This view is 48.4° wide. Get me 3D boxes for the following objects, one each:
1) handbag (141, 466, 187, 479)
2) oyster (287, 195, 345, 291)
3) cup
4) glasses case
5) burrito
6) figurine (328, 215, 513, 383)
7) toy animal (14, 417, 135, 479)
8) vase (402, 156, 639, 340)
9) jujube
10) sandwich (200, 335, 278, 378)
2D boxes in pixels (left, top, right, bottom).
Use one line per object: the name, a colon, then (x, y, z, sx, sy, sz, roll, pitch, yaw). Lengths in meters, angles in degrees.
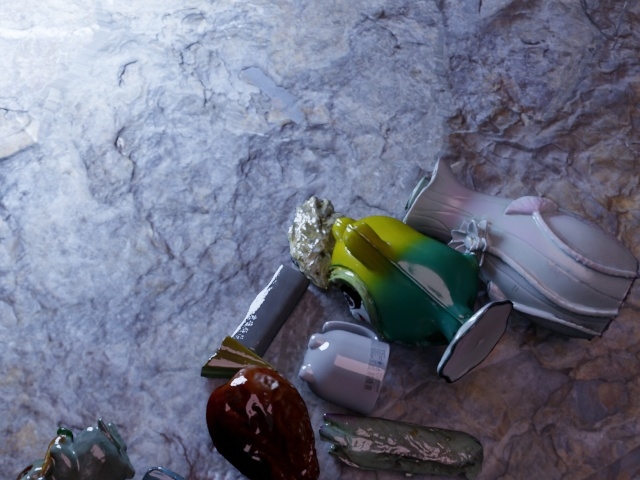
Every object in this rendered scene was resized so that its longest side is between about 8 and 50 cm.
handbag: (-0.220, 0.483, 1.171, 0.221, 0.057, 0.144, 30, 69, 4)
oyster: (-0.007, -0.007, 1.438, 0.133, 0.072, 0.209, 24, 61, -1)
cup: (0.044, 0.214, 1.303, 0.142, 0.134, 0.173, 18, 64, 1)
glasses case: (-0.097, 0.135, 1.371, 0.072, 0.042, 0.191, 27, 62, 13)
burrito: (0.146, 0.371, 1.281, 0.309, 0.066, 0.096, 10, 58, -5)
figurine: (0.168, 0.082, 1.315, 0.340, 0.323, 0.231, 40, 88, 29)
toy animal: (-0.424, 0.387, 1.150, 0.236, 0.108, 0.138, -34, 75, -22)
vase: (0.379, 0.008, 1.416, 0.445, 0.250, 0.250, 30, 63, 10)
jujube: (-0.091, 0.330, 1.210, 0.168, 0.168, 0.236, -31, 83, -22)
sandwich: (-0.147, 0.241, 1.289, 0.116, 0.074, 0.074, 34, 61, 6)
